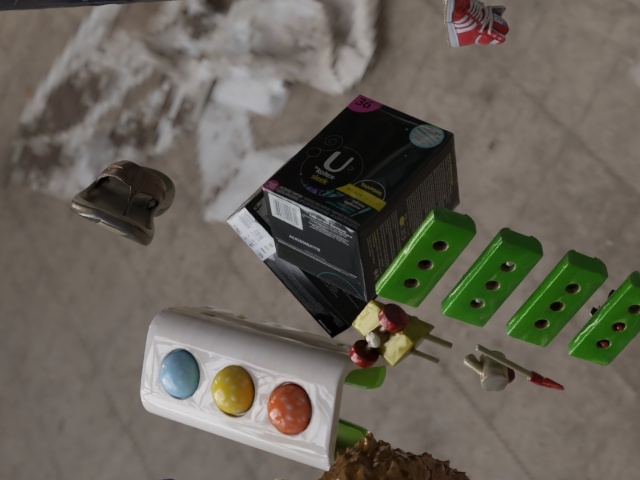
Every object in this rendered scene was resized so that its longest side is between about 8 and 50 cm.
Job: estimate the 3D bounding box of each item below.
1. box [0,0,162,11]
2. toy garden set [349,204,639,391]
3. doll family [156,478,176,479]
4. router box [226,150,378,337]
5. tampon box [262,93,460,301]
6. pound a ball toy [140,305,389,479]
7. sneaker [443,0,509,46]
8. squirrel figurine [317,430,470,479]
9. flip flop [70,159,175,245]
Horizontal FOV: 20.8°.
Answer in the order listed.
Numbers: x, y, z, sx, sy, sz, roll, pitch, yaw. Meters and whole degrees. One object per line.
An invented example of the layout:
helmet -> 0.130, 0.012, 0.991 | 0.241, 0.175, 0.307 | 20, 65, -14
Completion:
box -> -0.197, -0.458, 1.404 | 0.297, 0.472, 0.479 | -43, 59, 59
toy garden set -> 0.161, 0.063, 1.608 | 0.204, 0.244, 0.049 | -55, 26, 39
doll family -> -0.222, 0.378, 1.826 | 0.118, 0.163, 0.262 | 1, 107, 21
router box -> 0.000, 0.000, 1.949 | 0.133, 0.179, 0.046 | -46, 7, -39
tampon box -> 0.043, -0.045, 1.720 | 0.120, 0.101, 0.161 | 25, 55, 29
pound a ball toy -> -0.055, 0.206, 1.929 | 0.319, 0.136, 0.208 | 14, 100, 36
sneaker -> 0.164, -0.240, 1.840 | 0.067, 0.118, 0.042 | 0, 71, 10
squirrel figurine -> 0.155, 0.311, 1.380 | 0.397, 0.370, 0.281 | 44, 104, 23
flip flop -> -0.235, -0.063, 2.194 | 0.080, 0.112, 0.277 | -65, -2, 17
